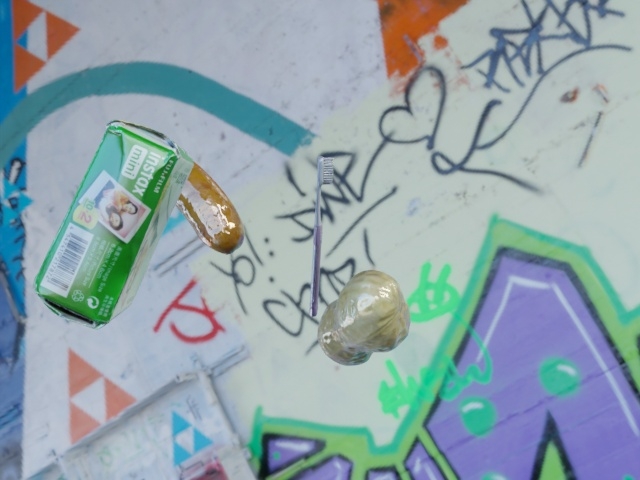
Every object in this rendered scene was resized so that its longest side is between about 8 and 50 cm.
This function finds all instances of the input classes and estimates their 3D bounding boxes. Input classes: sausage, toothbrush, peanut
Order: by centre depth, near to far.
[{"bbox_3d":[0.068,0.129,1.076,0.125,0.111,0.274,18,-24,-6],"label":"peanut"},{"bbox_3d":[0.000,0.000,1.362,0.029,0.024,0.353,-1,-62,-9],"label":"toothbrush"},{"bbox_3d":[-0.250,-0.084,1.383,0.109,0.270,0.109,-40,-14,-12],"label":"sausage"}]

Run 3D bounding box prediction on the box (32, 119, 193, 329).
[{"bbox_3d":[-0.258,-0.024,0.881,0.250,0.103,0.180,-64,6,1],"label":"box"}]
